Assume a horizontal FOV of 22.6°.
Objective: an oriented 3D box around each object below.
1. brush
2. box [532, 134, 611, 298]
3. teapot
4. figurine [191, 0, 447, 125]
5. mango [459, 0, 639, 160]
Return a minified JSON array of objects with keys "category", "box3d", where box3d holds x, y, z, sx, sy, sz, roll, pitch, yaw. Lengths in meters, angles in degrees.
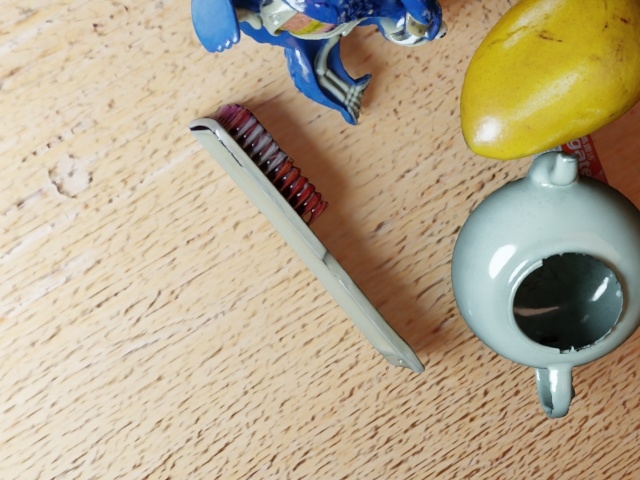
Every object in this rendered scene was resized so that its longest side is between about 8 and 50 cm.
[{"category":"brush","box3d":[0.000,0.000,1.440,0.050,0.060,0.321,-49,119,-18]},{"category":"box","box3d":[0.254,-0.043,1.559,0.055,0.039,0.218,-31,115,-14]},{"category":"teapot","box3d":[0.219,0.034,1.490,0.193,0.129,0.294,-3,115,0]},{"category":"figurine","box3d":[0.004,-0.212,1.356,0.164,0.121,0.262,-44,145,19]},{"category":"mango","box3d":[0.212,-0.155,1.451,0.219,0.145,0.112,-39,153,-11]}]
